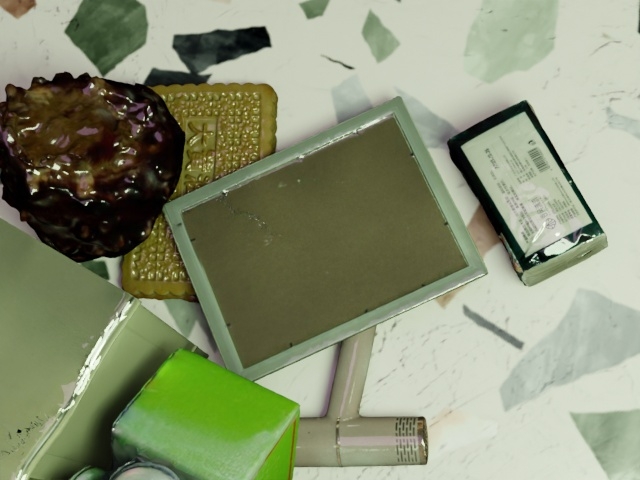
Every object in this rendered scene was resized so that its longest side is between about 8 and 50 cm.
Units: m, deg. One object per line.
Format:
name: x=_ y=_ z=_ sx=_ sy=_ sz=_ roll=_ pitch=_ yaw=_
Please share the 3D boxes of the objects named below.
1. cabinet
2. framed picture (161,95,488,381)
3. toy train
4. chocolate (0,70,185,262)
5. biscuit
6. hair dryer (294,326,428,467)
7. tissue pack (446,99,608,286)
cabinet: x=-0.309 y=0.118 z=1.173 sx=0.290 sy=0.318 sz=0.227 roll=28 pitch=81 yaw=14
framed picture: x=0.000 y=0.000 z=1.267 sx=0.293 sy=0.018 sz=0.231 roll=-24 pitch=70 yaw=2
toy train: x=-0.136 y=0.275 z=1.117 sx=0.173 sy=0.307 sz=0.249 roll=23 pitch=47 yaw=16
chocolate: x=-0.274 y=-0.105 z=1.269 sx=0.206 sy=0.177 sz=0.224 roll=-36 pitch=65 yaw=8
biscuit: x=-0.138 y=-0.056 z=1.334 sx=0.172 sy=0.029 sz=0.254 roll=0 pitch=77 yaw=9
hair dryer: x=0.012 y=0.128 z=1.250 sx=0.195 sy=0.053 sz=0.220 roll=-4 pitch=75 yaw=9
tissue pack: x=0.216 y=-0.048 z=1.239 sx=0.103 sy=0.090 sz=0.170 roll=-27 pitch=72 yaw=2
